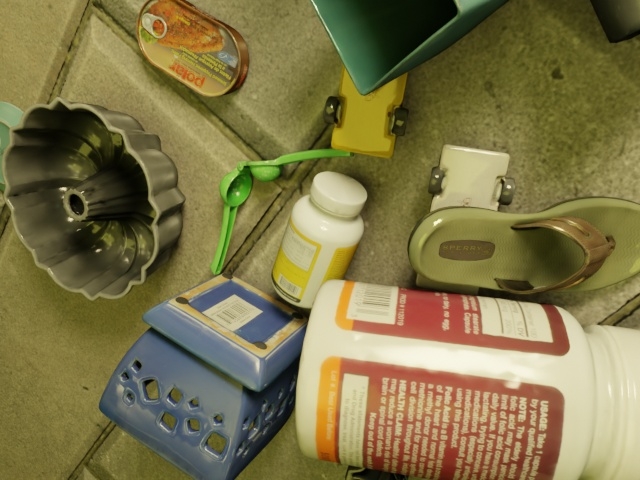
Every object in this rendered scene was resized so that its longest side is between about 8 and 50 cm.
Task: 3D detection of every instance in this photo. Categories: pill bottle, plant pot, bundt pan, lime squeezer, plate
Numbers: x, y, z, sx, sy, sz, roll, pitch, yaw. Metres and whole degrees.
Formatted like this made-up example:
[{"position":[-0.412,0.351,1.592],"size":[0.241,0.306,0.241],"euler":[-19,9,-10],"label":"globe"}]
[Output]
[{"position":[0.000,0.000,0.749],"size":[0.103,0.103,0.184],"euler":[31,126,13],"label":"pill bottle"},{"position":[-0.155,0.192,0.830],"size":[0.236,0.236,0.212],"euler":[29,111,14],"label":"plant pot"},{"position":[-0.363,-0.074,0.895],"size":[0.331,0.124,0.330],"euler":[8,111,22],"label":"bundt pan"},{"position":[-0.092,-0.077,0.794],"size":[0.310,0.059,0.109],"euler":[-38,59,28],"label":"lime squeezer"},{"position":[0.183,0.177,0.646],"size":[0.393,0.224,0.224],"euler":[6,110,10],"label":"pill bottle"},{"position":[-0.607,-0.171,1.032],"size":[0.188,0.024,0.188],"euler":[8,111,23],"label":"plate"},{"position":[0.127,-0.287,0.528],"size":[0.165,0.234,0.166],"euler":[61,155,-4],"label":"plant pot"}]

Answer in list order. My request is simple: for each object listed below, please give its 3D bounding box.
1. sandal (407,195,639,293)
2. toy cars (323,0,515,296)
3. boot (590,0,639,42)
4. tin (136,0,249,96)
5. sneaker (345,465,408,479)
[{"position":[0.253,0.019,0.614],"size":[0.303,0.086,0.120],"euler":[-4,109,-7],"label":"sandal"},{"position":[0.125,-0.117,0.682],"size":[0.177,0.087,0.393],"euler":[-30,97,18],"label":"toy cars"},{"position":[0.173,-0.365,0.419],"size":[0.445,0.367,0.146],"euler":[65,161,-14],"label":"boot"},{"position":[-0.190,-0.288,0.796],"size":[0.190,0.040,0.106],"euler":[34,113,11],"label":"tin"},{"position":[0.128,0.290,0.769],"size":[0.086,0.163,0.226],"euler":[45,118,7],"label":"sneaker"}]
